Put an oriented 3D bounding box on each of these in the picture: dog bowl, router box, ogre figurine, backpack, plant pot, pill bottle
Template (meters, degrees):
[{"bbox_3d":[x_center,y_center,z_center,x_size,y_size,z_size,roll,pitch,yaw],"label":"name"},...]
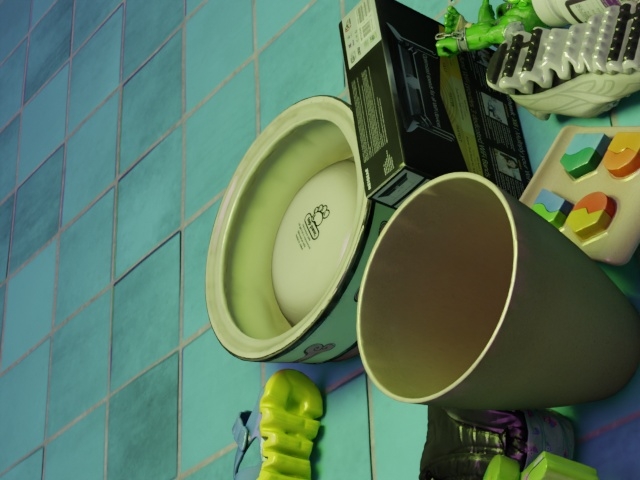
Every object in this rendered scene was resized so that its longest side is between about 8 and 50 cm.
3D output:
[{"bbox_3d":[0.000,0.000,2.032,0.408,0.150,0.408,-33,47,43],"label":"dog bowl"},{"bbox_3d":[0.156,-0.157,1.801,0.081,0.243,0.309,-41,42,37],"label":"router box"},{"bbox_3d":[0.249,-0.290,1.836,0.118,0.197,0.097,0,93,37],"label":"ogre figurine"},{"bbox_3d":[0.209,0.240,1.626,0.182,0.115,0.152,-4,81,54],"label":"backpack"},{"bbox_3d":[0.224,0.089,1.537,0.256,0.274,0.256,-31,49,43],"label":"plant pot"},{"bbox_3d":[0.360,-0.326,1.716,0.193,0.108,0.108,-9,66,53],"label":"pill bottle"}]

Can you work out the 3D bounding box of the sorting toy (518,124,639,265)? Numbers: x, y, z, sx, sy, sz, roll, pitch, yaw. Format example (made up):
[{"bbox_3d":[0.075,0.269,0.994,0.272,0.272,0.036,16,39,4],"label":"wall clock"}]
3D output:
[{"bbox_3d":[0.324,-0.064,1.645,0.208,0.038,0.193,11,65,56],"label":"sorting toy"}]

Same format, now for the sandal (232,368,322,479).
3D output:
[{"bbox_3d":[-0.079,0.352,1.996,0.138,0.126,0.317,-29,42,50],"label":"sandal"}]

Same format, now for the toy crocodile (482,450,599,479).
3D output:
[{"bbox_3d":[0.208,0.322,1.514,0.340,0.115,0.105,124,166,-56],"label":"toy crocodile"}]

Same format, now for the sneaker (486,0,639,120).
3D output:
[{"bbox_3d":[0.349,-0.212,1.678,0.292,0.118,0.110,-4,51,46],"label":"sneaker"}]
